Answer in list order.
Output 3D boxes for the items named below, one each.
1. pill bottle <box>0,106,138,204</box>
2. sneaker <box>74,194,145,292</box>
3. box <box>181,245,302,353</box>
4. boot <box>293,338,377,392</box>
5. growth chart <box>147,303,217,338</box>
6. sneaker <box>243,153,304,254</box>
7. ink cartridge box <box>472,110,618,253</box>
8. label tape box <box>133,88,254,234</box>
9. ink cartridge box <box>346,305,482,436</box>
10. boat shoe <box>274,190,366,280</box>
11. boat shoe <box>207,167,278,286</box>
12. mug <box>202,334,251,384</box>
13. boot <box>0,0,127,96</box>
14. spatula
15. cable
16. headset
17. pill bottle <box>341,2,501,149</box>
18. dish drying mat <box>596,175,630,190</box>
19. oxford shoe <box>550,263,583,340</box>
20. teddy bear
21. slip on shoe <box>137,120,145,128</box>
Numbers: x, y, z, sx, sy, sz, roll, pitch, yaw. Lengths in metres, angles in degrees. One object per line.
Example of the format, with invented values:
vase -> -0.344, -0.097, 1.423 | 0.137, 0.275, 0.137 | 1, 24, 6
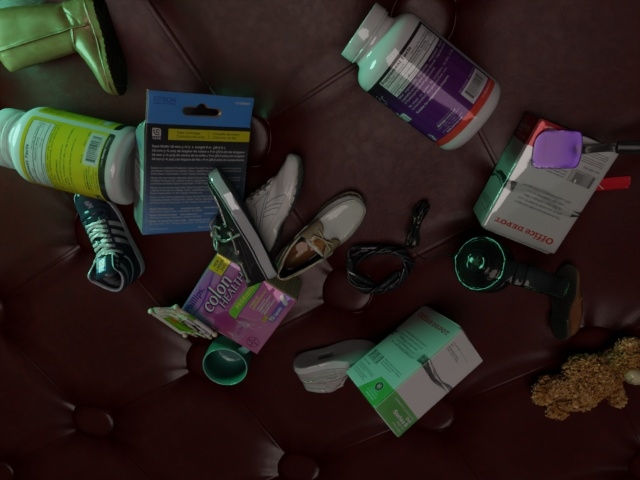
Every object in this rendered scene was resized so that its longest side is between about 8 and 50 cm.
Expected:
pill bottle -> -0.594, -0.210, 1.212 | 0.333, 0.188, 0.188 | 14, 115, 4
sneaker -> -0.570, 0.005, 1.329 | 0.099, 0.153, 0.282 | -20, 111, 13
box -> -0.211, 0.148, 1.381 | 0.243, 0.117, 0.214 | 33, 113, -9
boot -> 0.057, 0.372, 1.484 | 0.258, 0.095, 0.123 | -12, 123, 15
growth chart -> -0.377, 0.228, 1.401 | 0.172, 0.021, 0.237 | 41, 149, -25
sneaker -> -0.132, -0.089, 1.277 | 0.129, 0.111, 0.297 | 27, 113, -2
ink cartridge box -> 0.514, -0.132, 1.191 | 0.196, 0.114, 0.273 | 21, 113, -5
label tape box -> -0.300, -0.187, 1.189 | 0.240, 0.106, 0.334 | -4, 119, -29
ink cartridge box -> 0.238, 0.327, 1.318 | 0.289, 0.211, 0.122 | -39, 108, -6
boat shoe -> 0.000, 0.000, 1.303 | 0.113, 0.103, 0.302 | 41, 111, -13
boat shoe -> -0.207, -0.021, 1.202 | 0.104, 0.113, 0.306 | -25, 123, -1
mug -> -0.254, 0.337, 1.481 | 0.157, 0.097, 0.130 | -8, 113, 8
boot -> -0.604, -0.432, 1.179 | 0.269, 0.089, 0.236 | -9, 103, 9
spatula -> 0.607, -0.196, 1.078 | 0.296, 0.030, 0.084 | -1, 110, 4
cable -> 0.160, 0.079, 1.355 | 0.184, 0.047, 0.151 | -1, 114, 5
headset -> 0.400, 0.034, 1.232 | 0.393, 0.243, 0.185 | 16, 90, 17
pill bottle -> 0.209, -0.350, 1.085 | 0.322, 0.181, 0.181 | 34, 113, -10
dish drying mat -> 0.704, -0.138, 1.230 | 0.083, 0.008, 0.032 | -4, 113, 7
oxford shoe -> 0.659, 0.156, 1.344 | 0.076, 0.076, 0.212 | -13, 113, -22
teddy bear -> 0.755, 0.397, 1.410 | 0.337, 0.113, 0.245 | -21, 113, 14
slip on shoe -> -0.403, -0.276, 1.249 | 0.135, 0.041, 0.052 | -17, 112, 12
